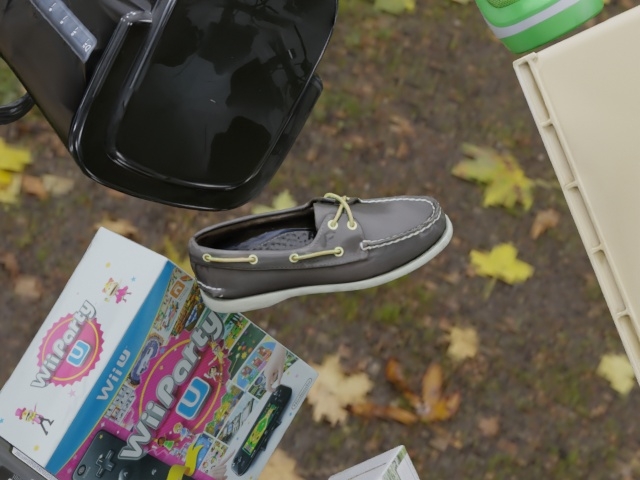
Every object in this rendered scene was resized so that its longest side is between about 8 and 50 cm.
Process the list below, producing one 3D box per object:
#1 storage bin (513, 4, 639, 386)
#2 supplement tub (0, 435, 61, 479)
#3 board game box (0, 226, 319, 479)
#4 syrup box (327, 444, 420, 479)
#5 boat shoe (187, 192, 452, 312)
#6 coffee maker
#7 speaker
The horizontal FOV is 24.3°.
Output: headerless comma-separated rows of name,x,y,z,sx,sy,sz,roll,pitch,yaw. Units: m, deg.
storage bin,0.276,-0.029,0.782,0.123,0.262,0.260,4,64,-68
supplement tub,-0.188,0.187,0.870,0.190,0.117,0.117,38,36,-11
board game box,-0.155,0.155,1.411,0.097,0.224,0.303,24,-11,36
syrup box,0.044,0.285,1.469,0.093,0.096,0.237,64,13,1
boat shoe,0.000,0.000,1.279,0.227,0.069,0.081,-15,38,2
coffee maker,-0.086,-0.088,0.652,0.120,0.171,0.178,-10,38,-29
speaker,0.180,-0.347,1.540,0.131,0.131,0.297,-40,104,-48
